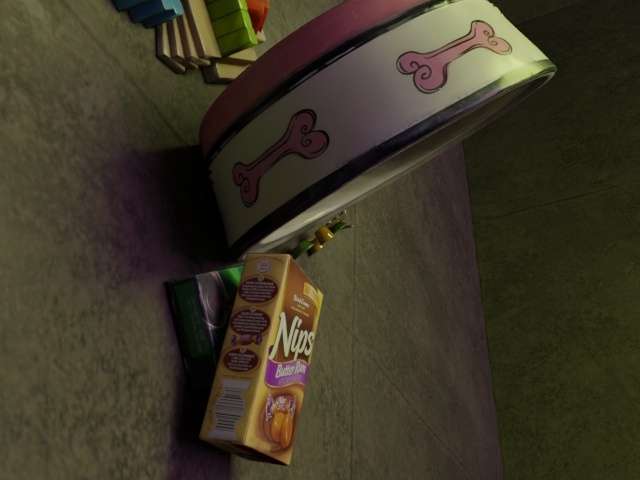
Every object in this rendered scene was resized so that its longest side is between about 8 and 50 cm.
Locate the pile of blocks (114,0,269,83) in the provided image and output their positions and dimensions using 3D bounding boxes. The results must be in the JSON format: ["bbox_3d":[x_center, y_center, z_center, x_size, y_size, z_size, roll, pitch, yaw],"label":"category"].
[{"bbox_3d":[-0.145,-0.288,0.760,0.362,0.113,0.148,29,50,-61],"label":"pile of blocks"}]

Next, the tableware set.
[{"bbox_3d":[0.000,0.000,0.956,0.024,0.104,0.154,53,-2,1],"label":"tableware set"}]

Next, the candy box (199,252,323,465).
[{"bbox_3d":[-0.052,0.118,0.686,0.109,0.053,0.186,54,42,-57],"label":"candy box"}]

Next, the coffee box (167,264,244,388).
[{"bbox_3d":[-0.089,0.082,0.748,0.184,0.041,0.113,-6,83,-68],"label":"coffee box"}]

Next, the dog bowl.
[{"bbox_3d":[0.044,-0.139,0.781,0.150,0.408,0.408,60,22,1],"label":"dog bowl"}]
